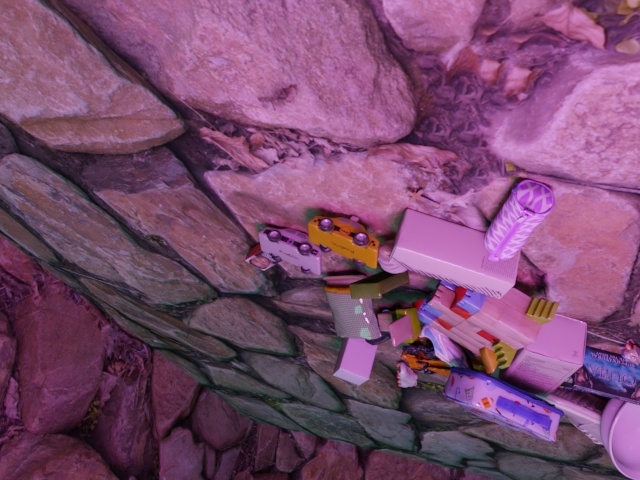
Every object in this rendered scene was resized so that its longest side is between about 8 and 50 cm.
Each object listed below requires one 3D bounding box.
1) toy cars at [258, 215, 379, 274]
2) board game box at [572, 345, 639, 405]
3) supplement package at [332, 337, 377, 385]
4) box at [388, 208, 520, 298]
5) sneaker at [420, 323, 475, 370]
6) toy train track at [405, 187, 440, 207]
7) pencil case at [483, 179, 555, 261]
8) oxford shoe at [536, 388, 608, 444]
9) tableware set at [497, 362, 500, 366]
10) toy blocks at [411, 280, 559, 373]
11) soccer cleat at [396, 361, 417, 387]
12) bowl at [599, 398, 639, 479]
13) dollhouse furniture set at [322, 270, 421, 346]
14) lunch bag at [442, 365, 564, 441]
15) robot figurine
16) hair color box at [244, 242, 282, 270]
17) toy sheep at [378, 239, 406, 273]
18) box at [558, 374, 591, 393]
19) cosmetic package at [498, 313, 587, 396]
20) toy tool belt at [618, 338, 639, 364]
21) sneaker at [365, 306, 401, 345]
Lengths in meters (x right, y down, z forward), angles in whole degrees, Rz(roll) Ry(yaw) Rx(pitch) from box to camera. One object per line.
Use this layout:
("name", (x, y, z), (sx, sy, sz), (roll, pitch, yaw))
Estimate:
("toy cars", (0.000, 0.000, 1.503), (0.394, 0.087, 0.176), (-10, 128, 48))
("board game box", (0.793, 0.367, 1.604), (0.186, 0.126, 0.026), (13, 151, 11))
("supplement package", (0.123, 0.383, 1.989), (0.105, 0.179, 0.105), (23, 151, -5))
("box", (0.304, 0.031, 1.337), (0.275, 0.113, 0.094), (19, 153, 4))
("sneaker", (0.391, 0.346, 1.781), (0.086, 0.085, 0.237), (-39, 90, 14))
("toy train track", (0.223, -0.094, 1.271), (0.083, 0.014, 0.048), (22, 145, -17))
("pencil case", (0.397, -0.036, 1.183), (0.087, 0.088, 0.206), (18, 153, 7))
("oxford shoe", (0.870, 0.573, 1.863), (0.450, 0.169, 0.130), (23, 107, -10))
("tableware set", (0.641, 0.392, 1.855), (0.141, 0.020, 0.168), (18, 152, 1))
("toy blocks", (0.390, 0.181, 1.507), (0.261, 0.190, 0.381), (31, 159, 5))
("soccer cleat", (0.327, 0.505, 2.208), (0.076, 0.068, 0.196), (-3, 149, 9))
("bowl", (0.930, 0.532, 1.710), (0.298, 0.297, 0.134), (29, -178, -18))
("dollhouse furniture set", (0.100, 0.198, 1.622), (0.302, 0.151, 0.197), (-7, 98, 42))
("lunch bag", (0.510, 0.453, 1.628), (0.304, 0.114, 0.243), (25, 168, -9))
("robot figurine", (0.410, 0.389, 1.924), (0.291, 0.085, 0.211), (7, 149, 21))
("hair color box", (-0.156, 0.040, 1.706), (0.072, 0.043, 0.141), (30, 151, -20))
("toy sheep", (0.184, 0.042, 1.459), (0.091, 0.091, 0.132), (-3, 159, 35))
("box", (0.786, 0.404, 1.736), (0.191, 0.045, 0.184), (9, 153, 1))
("cosmetic package", (0.610, 0.319, 1.631), (0.153, 0.129, 0.296), (16, 152, 9))
("toy tool belt", (0.816, 0.298, 1.549), (0.083, 0.052, 0.051), (35, 140, -25))
("sneaker", (0.209, 0.262, 1.846), (0.106, 0.101, 0.267), (57, 149, -7))
